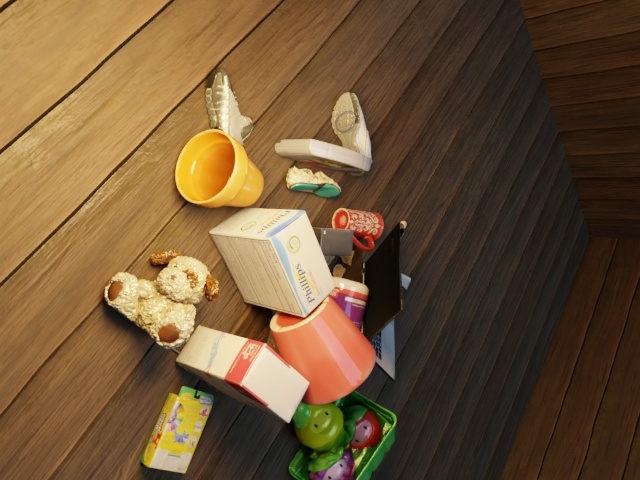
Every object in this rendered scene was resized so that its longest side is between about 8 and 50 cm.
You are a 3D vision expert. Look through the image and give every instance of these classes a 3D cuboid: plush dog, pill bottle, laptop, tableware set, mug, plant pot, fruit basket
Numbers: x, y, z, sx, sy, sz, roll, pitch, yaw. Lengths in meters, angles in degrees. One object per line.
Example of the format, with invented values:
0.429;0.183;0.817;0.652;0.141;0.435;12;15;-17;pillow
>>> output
-0.379;0.145;1.351;0.225;0.262;0.210;-53;161;-17;plush dog
0.049;0.294;1.798;0.182;0.182;0.322;22;78;-44;pill bottle
0.271;0.229;1.879;0.408;0.236;0.381;49;33;-37;laptop
0.062;0.058;1.904;0.168;0.020;0.141;48;61;-37;tableware set
0.142;-0.050;1.895;0.169;0.150;0.113;10;126;-41;mug
-0.008;0.299;1.536;0.275;0.275;0.243;-42;111;-35;plant pot
0.054;0.681;1.793;0.392;0.283;0.391;-21;120;-41;fruit basket
-0.262;-0.177;1.445;0.188;0.205;0.205;25;76;-61;plant pot

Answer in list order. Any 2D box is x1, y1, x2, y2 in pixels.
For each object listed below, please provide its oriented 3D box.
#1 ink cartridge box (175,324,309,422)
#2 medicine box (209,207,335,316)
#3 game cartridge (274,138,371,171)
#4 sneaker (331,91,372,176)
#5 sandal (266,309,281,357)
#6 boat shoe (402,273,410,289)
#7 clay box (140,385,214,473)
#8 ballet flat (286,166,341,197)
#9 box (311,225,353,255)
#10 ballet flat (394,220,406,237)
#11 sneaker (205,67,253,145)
-0.218;0.364;1.444;0.226;0.306;0.131;50;60;-37;ink cartridge box
-0.139;0.055;1.506;0.149;0.289;0.263;-41;121;-35;medicine box
0.021;-0.276;1.706;0.294;0.196;0.060;8;88;-45;game cartridge
0.122;-0.386;1.884;0.129;0.111;0.297;-39;125;-54;sneaker
-0.127;0.354;1.679;0.086;0.120;0.302;-11;102;-30;sandal
0.309;0.165;2.141;0.184;0.066;0.063;26;74;-54;boat shoe
-0.395;0.525;1.459;0.127;0.053;0.222;35;68;-41;clay box
-0.020;-0.201;1.758;0.241;0.091;0.077;8;64;-50;ballet flat
0.000;0.000;1.737;0.156;0.158;0.093;2;92;-45;box
0.317;-0.008;2.136;0.057;0.049;0.173;50;60;-37;ballet flat
-0.256;-0.378;1.506;0.132;0.086;0.228;-19;117;-48;sneaker
